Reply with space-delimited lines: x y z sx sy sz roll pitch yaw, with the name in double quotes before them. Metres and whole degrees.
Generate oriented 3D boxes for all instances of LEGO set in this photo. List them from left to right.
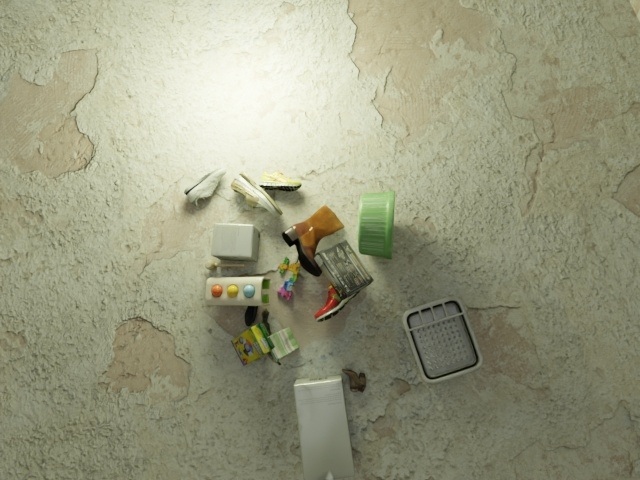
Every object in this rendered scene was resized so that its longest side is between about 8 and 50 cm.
"LEGO set" -0.152 0.153 1.897 0.093 0.087 0.227 19 79 5

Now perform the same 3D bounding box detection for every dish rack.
"dish rack" 0.534 0.438 1.829 0.285 0.072 0.333 -17 79 -2

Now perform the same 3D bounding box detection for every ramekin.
"ramekin" 0.249 -0.070 1.825 0.148 0.303 0.304 3 79 10

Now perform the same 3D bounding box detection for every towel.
"towel" -0.167 0.455 1.822 0.023 0.152 0.113 -34 79 40

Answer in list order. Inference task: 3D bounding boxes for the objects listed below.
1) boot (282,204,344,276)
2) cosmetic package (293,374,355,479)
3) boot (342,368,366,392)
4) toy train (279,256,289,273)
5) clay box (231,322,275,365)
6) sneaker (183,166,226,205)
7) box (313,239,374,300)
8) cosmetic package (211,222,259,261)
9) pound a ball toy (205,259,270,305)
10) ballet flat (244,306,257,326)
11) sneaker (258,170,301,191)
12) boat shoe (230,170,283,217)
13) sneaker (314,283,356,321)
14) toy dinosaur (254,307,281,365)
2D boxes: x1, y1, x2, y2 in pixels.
"boot" 0.000 0.000 1.907 0.280 0.096 0.264 -33 76 -31
"cosmetic package" 0.015 0.783 1.741 0.217 0.156 0.385 -6 80 1
"boot" 0.145 0.623 1.822 0.118 0.042 0.087 12 82 4
"toy train" -0.170 0.116 1.940 0.023 0.017 0.083 23 81 -4
"clay box" -0.295 0.451 1.793 0.053 0.222 0.127 -19 75 -46
"sneaker" -0.542 -0.266 1.999 0.235 0.090 0.095 -37 93 -1
"box" 0.102 0.125 1.810 0.183 0.056 0.231 -23 73 -41
"cosmetic package" -0.387 0.012 1.898 0.183 0.151 0.152 3 80 4
"pound a ball toy" -0.390 0.188 1.843 0.319 0.135 0.208 -1 82 17
"ballet flat" -0.309 0.311 1.898 0.057 0.049 0.173 11 86 18
"sneaker" -0.191 -0.293 1.985 0.208 0.081 0.094 7 77 4
"boat shoe" -0.305 -0.198 1.962 0.103 0.113 0.302 -45 71 -5
"sneaker" 0.067 0.256 1.872 0.279 0.107 0.118 -40 75 -16
"toy dinosaur" -0.259 0.440 1.845 0.118 0.064 0.268 -25 66 21
